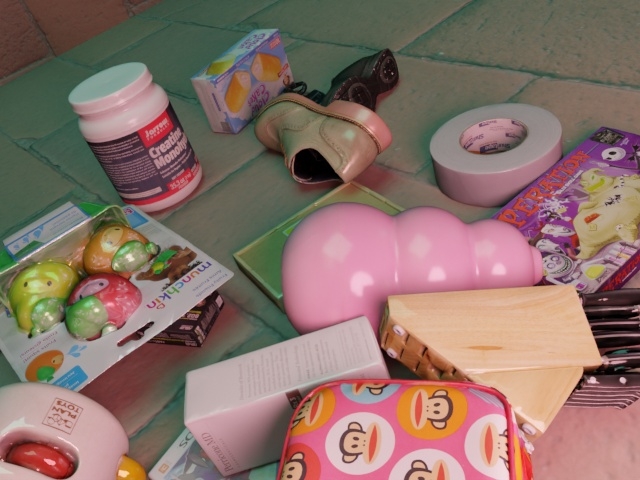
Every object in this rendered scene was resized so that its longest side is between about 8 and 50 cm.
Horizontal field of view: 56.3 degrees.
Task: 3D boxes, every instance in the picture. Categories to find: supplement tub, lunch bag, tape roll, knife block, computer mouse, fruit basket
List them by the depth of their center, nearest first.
[{"bbox_3d":[0.083,0.258,0.504,0.258,0.120,0.293,-6,40,23],"label":"lunch bag"},{"bbox_3d":[0.239,0.097,0.676,0.275,0.088,0.242,36,62,19],"label":"knife block"},{"bbox_3d":[-0.365,0.069,0.955,0.327,0.165,0.353,-37,39,-25],"label":"fruit basket"},{"bbox_3d":[0.305,-0.153,1.043,0.219,0.072,0.219,-13,37,10],"label":"tape roll"},{"bbox_3d":[-0.386,-0.214,1.269,0.191,0.272,0.191,-13,38,10],"label":"supplement tub"},{"bbox_3d":[-0.034,-0.344,1.469,0.071,0.041,0.242,-41,34,1],"label":"computer mouse"}]

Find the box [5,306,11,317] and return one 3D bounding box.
[{"bbox_3d":[-0.636,0.140,1.126,0.293,0.057,0.201,-35,41,-18],"label":"box"}]

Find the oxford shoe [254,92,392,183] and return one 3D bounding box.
[{"bbox_3d":[-0.040,-0.197,1.196,0.146,0.140,0.397,-53,33,-14],"label":"oxford shoe"}]

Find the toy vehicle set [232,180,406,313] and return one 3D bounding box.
[{"bbox_3d":[0.000,0.000,1.024,0.266,0.035,0.166,-33,39,-16],"label":"toy vehicle set"}]

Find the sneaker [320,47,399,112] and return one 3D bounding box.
[{"bbox_3d":[0.071,-0.340,1.373,0.130,0.109,0.286,0,34,39],"label":"sneaker"}]

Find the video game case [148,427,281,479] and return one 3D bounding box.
[{"bbox_3d":[-0.090,0.263,0.753,0.201,0.023,0.183,13,48,35],"label":"video game case"}]

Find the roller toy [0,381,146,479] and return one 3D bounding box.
[{"bbox_3d":[-0.337,0.269,0.720,0.209,0.191,0.146,-8,38,16],"label":"roller toy"}]

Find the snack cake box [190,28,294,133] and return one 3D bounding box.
[{"bbox_3d":[-0.190,-0.406,1.516,0.089,0.152,0.264,12,48,35],"label":"snack cake box"}]

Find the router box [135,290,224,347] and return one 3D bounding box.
[{"bbox_3d":[-0.230,0.124,0.975,0.122,0.038,0.092,-1,42,24],"label":"router box"}]

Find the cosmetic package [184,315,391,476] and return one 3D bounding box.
[{"bbox_3d":[-0.032,0.185,0.706,0.231,0.117,0.085,-20,36,3],"label":"cosmetic package"}]

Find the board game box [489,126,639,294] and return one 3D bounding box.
[{"bbox_3d":[0.408,-0.045,0.886,0.347,0.056,0.208,-37,36,-20],"label":"board game box"}]

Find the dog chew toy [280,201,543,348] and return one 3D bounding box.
[{"bbox_3d":[0.120,0.043,0.793,0.331,0.207,0.207,-5,39,7],"label":"dog chew toy"}]
